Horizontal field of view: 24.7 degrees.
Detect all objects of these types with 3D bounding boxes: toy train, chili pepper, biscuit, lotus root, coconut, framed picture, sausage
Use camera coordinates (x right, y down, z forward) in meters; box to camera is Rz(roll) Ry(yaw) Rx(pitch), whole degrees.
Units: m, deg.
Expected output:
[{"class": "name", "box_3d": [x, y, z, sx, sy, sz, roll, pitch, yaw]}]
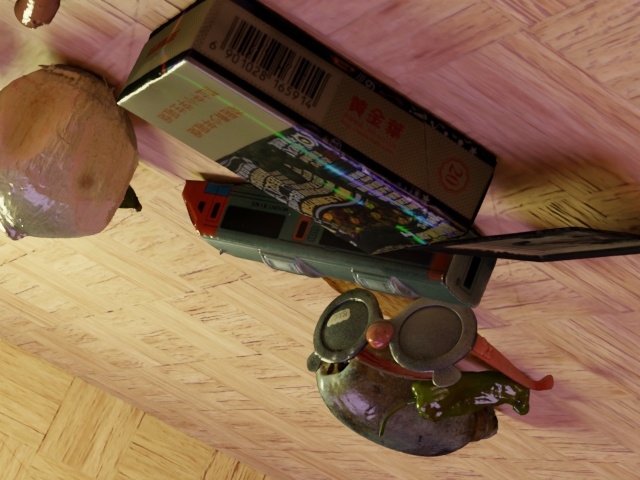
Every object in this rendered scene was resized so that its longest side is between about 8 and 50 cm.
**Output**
[{"class": "toy train", "box_3d": [0.000, 0.000, 1.637, 0.409, 0.089, 0.086, 10, 163, 38]}, {"class": "chili pepper", "box_3d": [0.176, 0.204, 1.948, 0.204, 0.073, 0.072, -5, 144, -2]}, {"class": "biscuit", "box_3d": [0.077, 0.058, 1.784, 0.144, 0.033, 0.224, 3, 155, 47]}, {"class": "lotus root", "box_3d": [0.126, 0.236, 2.074, 0.322, 0.140, 0.158, 32, 161, -31]}, {"class": "coconut", "box_3d": [-0.295, -0.086, 1.600, 0.194, 0.194, 0.194, 22, 163, 7]}, {"class": "framed picture", "box_3d": [0.211, 0.004, 1.330, 0.199, 0.010, 0.195, 6, 171, -43]}, {"class": "sausage", "box_3d": [-0.263, -0.237, 1.366, 0.043, 0.043, 0.186, 27, 163, -8]}]

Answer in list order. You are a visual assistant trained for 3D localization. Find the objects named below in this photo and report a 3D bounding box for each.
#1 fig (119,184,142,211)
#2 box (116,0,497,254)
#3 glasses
[{"class": "fig", "box_3d": [-0.285, -0.081, 1.764, 0.177, 0.117, 0.117, 16, 169, -30]}, {"class": "box", "box_3d": [-0.016, -0.102, 1.356, 0.310, 0.084, 0.198, 31, 161, -19]}, {"class": "glasses", "box_3d": [0.142, 0.158, 1.764, 0.234, 0.118, 0.268, 0, 153, 41]}]
